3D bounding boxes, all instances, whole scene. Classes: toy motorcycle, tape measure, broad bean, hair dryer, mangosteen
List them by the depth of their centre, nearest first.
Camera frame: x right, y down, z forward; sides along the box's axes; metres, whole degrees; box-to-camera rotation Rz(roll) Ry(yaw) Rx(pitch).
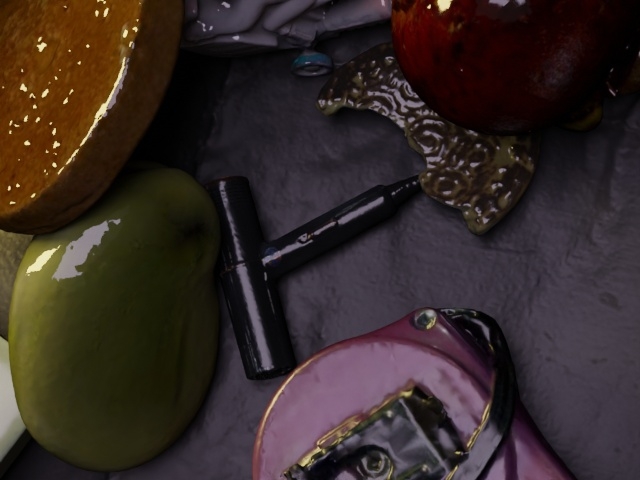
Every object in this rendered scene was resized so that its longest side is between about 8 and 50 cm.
[{"bbox_3d":[0.072,0.177,1.393,0.245,0.149,0.231,-40,74,4],"label":"tape measure"},{"bbox_3d":[0.182,-0.179,1.412,0.257,0.215,0.215,15,82,-20],"label":"mangosteen"},{"bbox_3d":[-0.164,0.062,1.464,0.121,0.189,0.263,4,88,57],"label":"broad bean"},{"bbox_3d":[-0.059,-0.204,1.488,0.260,0.171,0.110,-7,80,15],"label":"toy motorcycle"},{"bbox_3d":[0.009,0.012,1.498,0.194,0.050,0.173,-16,79,7],"label":"hair dryer"}]

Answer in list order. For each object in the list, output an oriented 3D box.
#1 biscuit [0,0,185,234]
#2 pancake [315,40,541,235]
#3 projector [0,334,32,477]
[{"bbox_3d":[-0.244,-0.136,1.495,0.314,0.063,0.367,-59,39,8],"label":"biscuit"},{"bbox_3d":[0.095,-0.088,1.490,0.184,0.020,0.191,-12,69,1],"label":"pancake"},{"bbox_3d":[-0.395,0.149,1.508,0.257,0.079,0.259,35,82,8],"label":"projector"}]
